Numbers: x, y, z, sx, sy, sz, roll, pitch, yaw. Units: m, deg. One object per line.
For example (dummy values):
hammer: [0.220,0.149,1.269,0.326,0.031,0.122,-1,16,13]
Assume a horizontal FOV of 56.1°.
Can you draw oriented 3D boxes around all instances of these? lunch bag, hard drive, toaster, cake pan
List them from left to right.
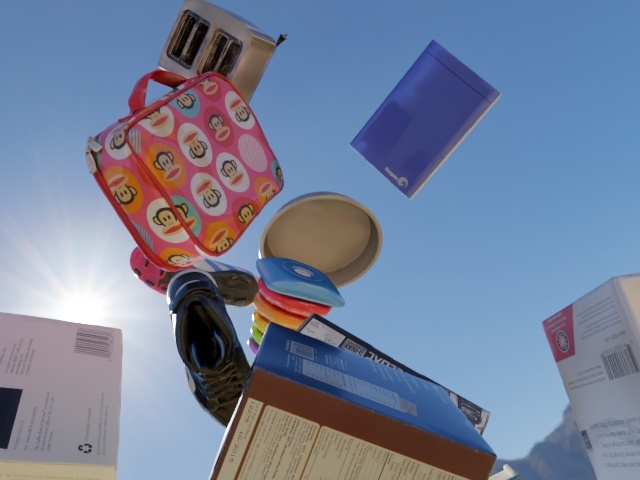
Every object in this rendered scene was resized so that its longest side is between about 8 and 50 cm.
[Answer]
lunch bag: [-0.190,-0.123,0.880,0.120,0.258,0.293,-19,20,31]
toaster: [-0.188,-0.351,1.127,0.185,0.168,0.110,-59,-13,17]
cake pan: [0.000,0.000,1.431,0.294,0.054,0.293,-5,-50,-6]
hard drive: [0.245,-0.288,1.445,0.318,0.210,0.040,-51,-17,18]

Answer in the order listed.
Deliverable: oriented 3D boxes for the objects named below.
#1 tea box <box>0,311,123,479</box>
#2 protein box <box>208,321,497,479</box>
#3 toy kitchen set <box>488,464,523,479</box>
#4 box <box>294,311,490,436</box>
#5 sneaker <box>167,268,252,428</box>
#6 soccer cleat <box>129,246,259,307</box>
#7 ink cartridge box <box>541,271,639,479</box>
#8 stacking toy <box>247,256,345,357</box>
tea box: [-0.434,0.334,0.884,0.220,0.329,0.323,13,-69,-21]
protein box: [0.017,0.186,0.549,0.200,0.201,0.135,-129,60,-87]
toy kitchen set: [0.290,0.498,0.951,0.166,0.207,0.122,-28,-2,4]
box: [0.077,0.284,0.952,0.076,0.308,0.242,-45,-23,-46]
sneaker: [-0.120,0.146,0.674,0.079,0.121,0.216,-21,-74,-9]
soccer cleat: [-0.295,0.094,1.455,0.143,0.332,0.115,49,-122,-82]
ink cartridge box: [0.288,0.146,0.501,0.092,0.217,0.158,-9,-20,-5]
stacking toy: [-0.087,0.199,1.249,0.175,0.166,0.301,16,-77,-21]
